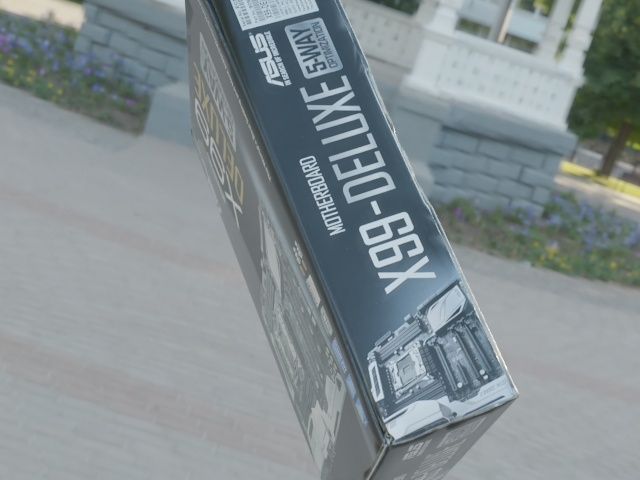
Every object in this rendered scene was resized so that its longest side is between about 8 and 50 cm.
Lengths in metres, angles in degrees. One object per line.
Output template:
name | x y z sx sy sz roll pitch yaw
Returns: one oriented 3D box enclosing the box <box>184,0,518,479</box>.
box | 0.000 0.000 0.693 0.076 0.307 0.242 -18 -20 -12
